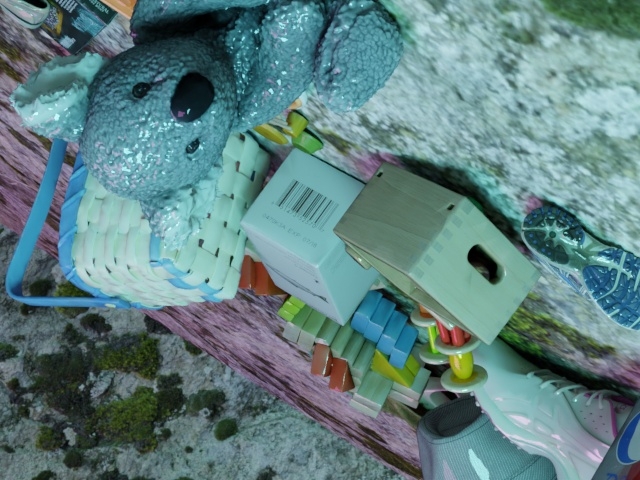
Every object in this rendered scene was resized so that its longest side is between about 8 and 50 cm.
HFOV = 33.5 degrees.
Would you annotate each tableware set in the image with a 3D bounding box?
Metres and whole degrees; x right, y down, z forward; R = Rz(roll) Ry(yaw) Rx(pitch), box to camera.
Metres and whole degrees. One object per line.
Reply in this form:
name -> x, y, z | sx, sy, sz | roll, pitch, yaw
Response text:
tableware set -> -0.070, -0.133, 1.073 | 0.154, 0.024, 0.104 | 24, 170, 31

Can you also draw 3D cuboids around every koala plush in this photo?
koala plush -> -0.095, -0.116, 0.781 | 0.196, 0.221, 0.203 | 41, 165, -22

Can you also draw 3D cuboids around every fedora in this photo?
fedora -> 0.202, 0.256, 1.322 | 0.244, 0.275, 0.124 | -24, 95, 28

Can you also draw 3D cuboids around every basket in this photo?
basket -> -0.216, -0.036, 1.200 | 0.289, 0.254, 0.201 | 8, 166, 28

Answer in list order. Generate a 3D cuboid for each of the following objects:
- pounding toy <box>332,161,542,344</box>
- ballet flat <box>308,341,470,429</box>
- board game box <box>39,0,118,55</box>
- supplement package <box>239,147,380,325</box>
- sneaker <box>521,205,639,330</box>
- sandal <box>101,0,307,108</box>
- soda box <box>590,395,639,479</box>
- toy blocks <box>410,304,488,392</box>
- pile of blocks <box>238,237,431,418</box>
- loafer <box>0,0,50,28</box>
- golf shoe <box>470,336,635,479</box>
pounding toy -> 0.104, 0.008, 1.004 | 0.181, 0.094, 0.206 | 40, 175, -35
ballet flat -> 0.143, 0.213, 1.540 | 0.342, 0.116, 0.124 | 39, 145, -14
board game box -> -0.291, -0.263, 1.150 | 0.126, 0.026, 0.186 | 40, 165, -18
supplement package -> 0.000, 0.000, 1.164 | 0.105, 0.105, 0.179 | 29, 164, 22
sneaker -> 0.220, 0.022, 0.871 | 0.135, 0.052, 0.058 | 42, 176, 4
sandal -> -0.139, -0.172, 0.959 | 0.265, 0.076, 0.102 | 30, 168, -4
soda box -> 0.286, 0.226, 0.912 | 0.083, 0.263, 0.092 | 36, 166, -7
toy blocks -> 0.135, 0.077, 1.178 | 0.123, 0.054, 0.148 | -128, 23, -63
pile of blocks -> 0.022, 0.111, 1.352 | 0.149, 0.112, 0.362 | -18, 124, 48
loafer -> -0.335, -0.271, 1.104 | 0.125, 0.045, 0.039 | 35, 150, -22
golf shoe -> 0.287, 0.199, 1.181 | 0.115, 0.140, 0.306 | -8, -132, -49
